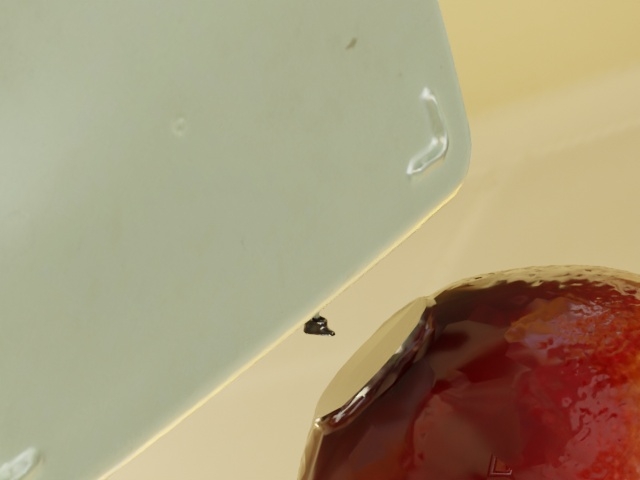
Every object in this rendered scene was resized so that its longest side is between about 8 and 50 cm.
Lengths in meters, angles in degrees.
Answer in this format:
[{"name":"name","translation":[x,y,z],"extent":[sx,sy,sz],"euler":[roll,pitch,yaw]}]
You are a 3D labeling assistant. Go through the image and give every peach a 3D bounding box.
[{"name":"peach","translation":[0.146,0.181,1.284],"extent":[0.335,0.310,0.406],"euler":[-46,-170,-32]}]

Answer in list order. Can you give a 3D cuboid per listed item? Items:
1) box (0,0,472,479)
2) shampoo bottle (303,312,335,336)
[{"name":"box","translation":[-0.074,-0.027,0.423],"extent":[0.129,0.148,0.210],"euler":[2,-150,44]},{"name":"shampoo bottle","translation":[0.000,0.000,1.287],"extent":[0.027,0.137,0.048],"euler":[-10,-160,-43]}]
